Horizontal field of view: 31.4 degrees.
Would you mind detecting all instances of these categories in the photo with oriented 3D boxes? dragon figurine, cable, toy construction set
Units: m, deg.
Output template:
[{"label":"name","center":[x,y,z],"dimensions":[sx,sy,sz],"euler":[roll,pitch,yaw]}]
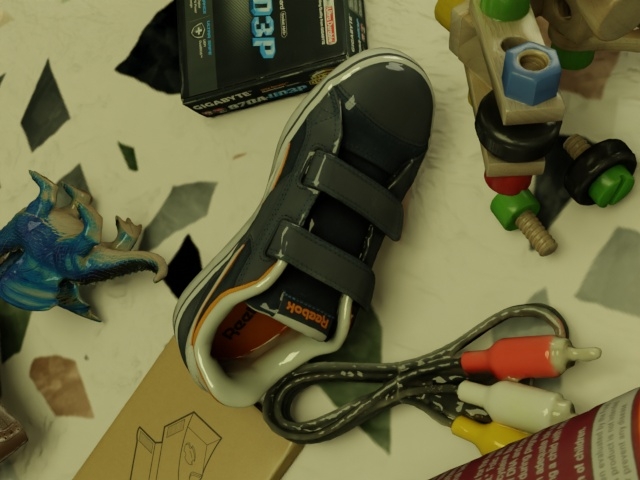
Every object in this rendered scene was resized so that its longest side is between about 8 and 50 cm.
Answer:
[{"label":"dragon figurine","center":[-0.246,0.028,1.076],"dimensions":[0.289,0.085,0.144],"euler":[28,94,33]},{"label":"cable","center":[0.083,0.109,0.898],"dimensions":[0.287,0.072,0.139],"euler":[3,79,22]},{"label":"toy construction set","center":[0.163,-0.191,0.820],"dimensions":[0.257,0.309,0.237],"euler":[-36,60,6]}]

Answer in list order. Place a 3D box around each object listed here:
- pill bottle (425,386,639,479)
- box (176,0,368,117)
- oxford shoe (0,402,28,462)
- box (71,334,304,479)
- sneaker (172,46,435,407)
[{"label":"pill bottle","center":[0.135,0.251,0.746],"dimensions":[0.392,0.224,0.224],"euler":[-30,67,28]},{"label":"box","center":[-0.050,-0.239,1.062],"dimensions":[0.175,0.051,0.220],"euler":[-11,73,24]},{"label":"oxford shoe","center":[-0.394,0.091,1.141],"dimensions":[0.132,0.130,0.364],"euler":[-22,57,-15]},{"label":"box","center":[-0.129,0.210,1.015],"dimensions":[0.164,0.021,0.201],"euler":[38,96,28]},{"label":"sneaker","center":[0.000,0.000,0.925],"dimensions":[0.321,0.126,0.127],"euler":[-56,27,13]}]
